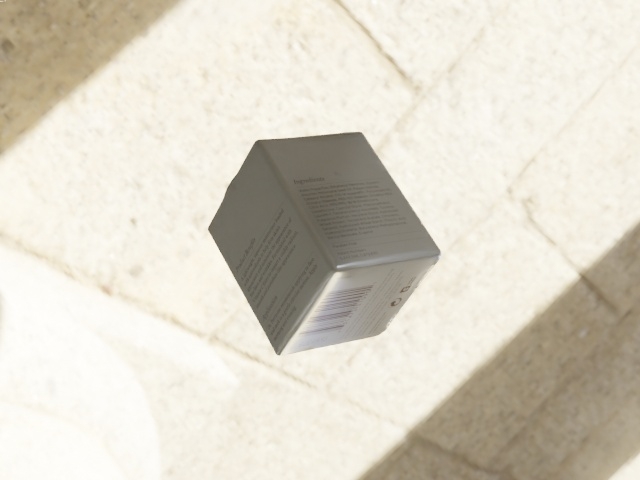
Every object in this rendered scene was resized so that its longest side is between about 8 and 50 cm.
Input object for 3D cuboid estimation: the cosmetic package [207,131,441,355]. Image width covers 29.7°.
[{"bbox_3d":[0.000,0.000,1.302,0.151,0.183,0.151,-8,146,-37],"label":"cosmetic package"}]
